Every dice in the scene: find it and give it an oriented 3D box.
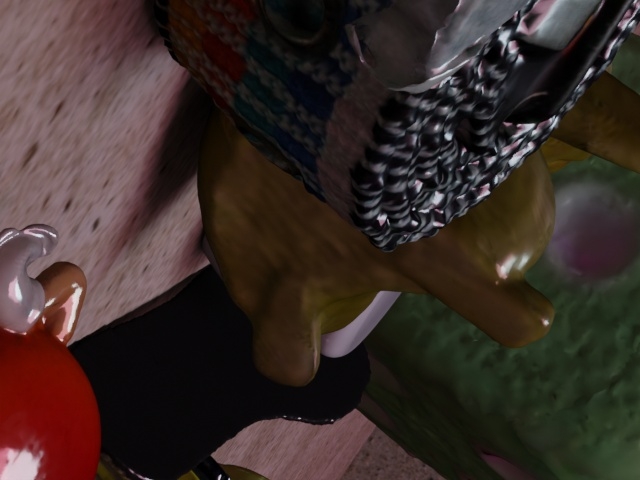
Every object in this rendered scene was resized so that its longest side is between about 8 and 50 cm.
[{"bbox_3d":[0.184,0.035,1.503,0.318,0.322,0.330,-52,170,-13],"label":"dice"}]

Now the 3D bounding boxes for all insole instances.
[{"bbox_3d":[-0.049,0.070,1.089,0.009,0.119,0.348,-38,173,22],"label":"insole"}]

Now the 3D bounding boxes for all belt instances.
[{"bbox_3d":[0.051,-0.126,0.710,0.207,0.150,0.257,-29,155,-48],"label":"belt"}]

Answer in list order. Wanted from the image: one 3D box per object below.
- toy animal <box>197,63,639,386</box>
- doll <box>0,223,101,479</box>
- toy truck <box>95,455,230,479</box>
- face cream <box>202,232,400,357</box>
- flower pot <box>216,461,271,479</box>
[{"bbox_3d":[0.088,-0.078,0.967,0.181,0.180,0.363,-21,-167,46],"label":"toy animal"},{"bbox_3d":[-0.143,0.074,0.689,0.183,0.085,0.217,-55,155,-1],"label":"doll"},{"bbox_3d":[-0.114,0.175,1.128,0.157,0.124,0.272,-42,174,-7],"label":"toy truck"},{"bbox_3d":[0.000,0.000,1.082,0.117,0.104,0.117,-53,172,-11],"label":"face cream"},{"bbox_3d":[-0.093,0.275,1.478,0.195,0.195,0.179,112,4,-59],"label":"flower pot"}]
